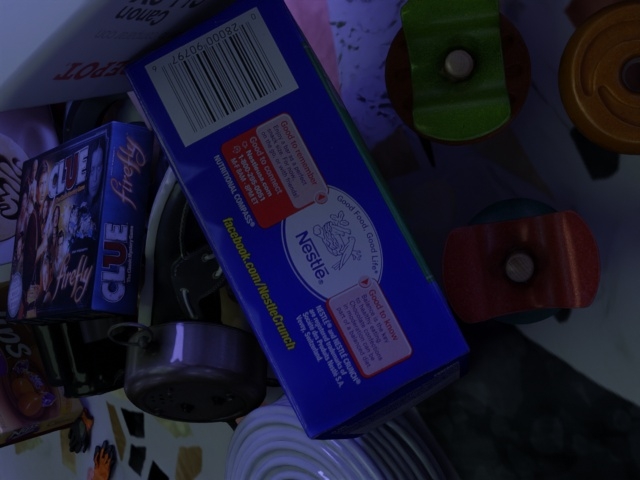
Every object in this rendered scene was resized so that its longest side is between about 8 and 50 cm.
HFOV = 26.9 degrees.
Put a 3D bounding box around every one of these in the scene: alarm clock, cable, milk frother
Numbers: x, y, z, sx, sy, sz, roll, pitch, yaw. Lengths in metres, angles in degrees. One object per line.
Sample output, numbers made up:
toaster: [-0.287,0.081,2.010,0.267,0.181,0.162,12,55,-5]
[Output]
alarm clock: [-0.124,0.116,1.202,0.129,0.192,0.064,-15,55,28]
cable: [0.013,0.255,1.187,0.257,0.089,0.257,35,127,35]
milk frother: [-0.218,0.089,1.396,0.143,0.129,0.134,-12,96,6]

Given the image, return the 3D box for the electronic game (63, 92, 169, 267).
electronic game: [-0.172,-0.072,1.310,0.229,0.048,0.229,19,122,35]

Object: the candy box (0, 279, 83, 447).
candy box: [-0.364,0.140,1.544,0.053,0.109,0.186,-49,63,44]

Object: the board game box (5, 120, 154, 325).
board game box: [-0.227,-0.008,1.236,0.243,0.042,0.165,-11,72,59]

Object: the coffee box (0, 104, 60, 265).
coffee box: [-0.368,-0.120,1.400,0.119,0.168,0.297,-175,72,-73]

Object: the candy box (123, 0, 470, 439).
candy box: [0.000,0.000,0.961,0.268,0.122,0.317,63,-179,9]

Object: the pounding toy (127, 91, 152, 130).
pounding toy: [-0.140,-0.165,1.173,0.130,0.141,0.100,58,137,16]

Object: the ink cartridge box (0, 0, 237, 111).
ink cartridge box: [-0.055,-0.262,0.827,0.385,0.279,0.160,-38,87,20]

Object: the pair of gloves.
pair of gloves: [-0.266,0.242,1.549,0.083,0.010,0.074,50,134,25]

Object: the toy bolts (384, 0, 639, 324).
toy bolts: [0.157,-0.057,0.930,0.218,0.158,0.228,-3,91,8]

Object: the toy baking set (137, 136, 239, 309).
toy baking set: [-0.117,0.019,1.259,0.197,0.030,0.256,-35,97,38]

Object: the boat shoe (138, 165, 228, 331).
boat shoe: [-0.110,0.006,1.162,0.079,0.084,0.233,15,139,4]
